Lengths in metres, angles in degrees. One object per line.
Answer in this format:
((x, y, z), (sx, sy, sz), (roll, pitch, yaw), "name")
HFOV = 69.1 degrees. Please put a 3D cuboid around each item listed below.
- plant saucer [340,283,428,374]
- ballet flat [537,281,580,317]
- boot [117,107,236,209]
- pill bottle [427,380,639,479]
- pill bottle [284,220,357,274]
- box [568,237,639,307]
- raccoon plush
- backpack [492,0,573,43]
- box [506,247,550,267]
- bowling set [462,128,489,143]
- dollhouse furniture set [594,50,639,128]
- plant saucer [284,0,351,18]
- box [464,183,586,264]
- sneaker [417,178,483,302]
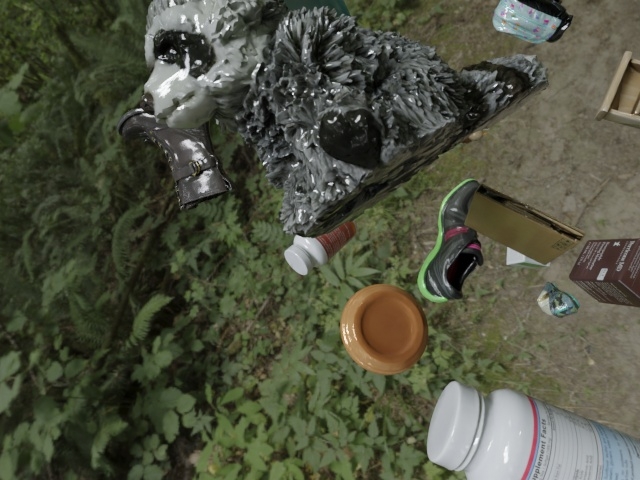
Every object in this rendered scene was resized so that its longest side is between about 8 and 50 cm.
((0.144, 0.189, 1.011), (0.037, 0.200, 0.199), (118, 158, -67), "plant saucer")
((0.529, 0.136, 1.060), (0.070, 0.188, 0.070), (0, 90, 17), "ballet flat")
((-0.318, -0.177, 1.008), (0.263, 0.091, 0.228), (-9, 96, 27), "boot")
((0.172, 0.172, 0.366), (0.087, 0.160, 0.087), (20, -90, -85), "pill bottle")
((0.000, 0.000, 1.369), (0.216, 0.121, 0.121), (-42, 22, -28), "pill bottle")
((0.992, 0.106, 1.548), (0.168, 0.167, 0.203), (-57, 13, -11), "box")
((0.023, -0.199, 0.537), (0.299, 0.446, 0.216), (55, 141, 8), "raccoon plush")
((0.568, -0.610, 1.263), (0.152, 0.182, 0.115), (-78, 6, -52), "backpack")
((0.663, 0.032, 1.482), (0.087, 0.101, 0.101), (152, 127, -72), "box")
((0.467, -0.369, 1.487), (0.287, 0.199, 0.154), (9, 48, 34), "bowling set")
((0.831, -0.386, 1.034), (0.257, 0.394, 0.362), (23, 89, 18), "dollhouse furniture set")
((-0.018, -0.349, 0.791), (0.044, 0.318, 0.317), (-15, 61, 34), "plant saucer")
((0.325, -0.021, 0.775), (0.164, 0.201, 0.021), (30, 86, 17), "box")
((0.527, 0.007, 1.715), (0.202, 0.185, 0.482), (9, 78, 53), "sneaker")
